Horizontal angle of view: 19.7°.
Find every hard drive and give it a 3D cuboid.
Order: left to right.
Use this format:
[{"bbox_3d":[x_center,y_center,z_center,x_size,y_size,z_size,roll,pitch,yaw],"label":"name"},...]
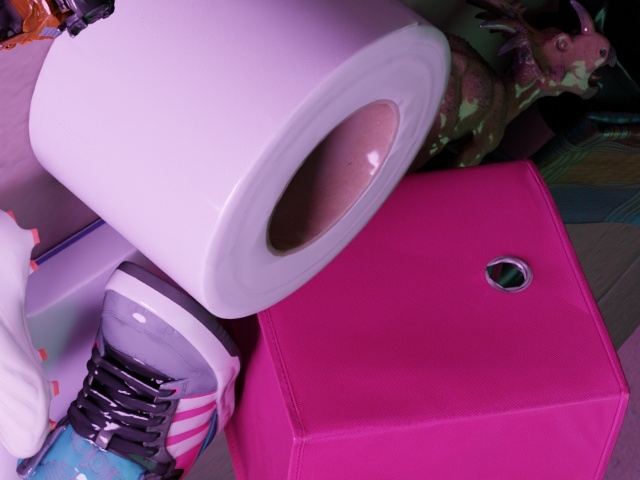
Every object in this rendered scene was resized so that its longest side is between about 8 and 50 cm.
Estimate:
[{"bbox_3d":[-0.189,0.101,1.487,0.210,0.040,0.319,-35,156,-37],"label":"hard drive"}]

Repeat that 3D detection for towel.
[{"bbox_3d":[0.337,-0.067,1.947,0.271,0.040,0.370,1,168,-12],"label":"towel"}]

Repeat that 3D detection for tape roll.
[{"bbox_3d":[-0.052,-0.091,1.250,0.246,0.169,0.246,-42,160,-20],"label":"tape roll"}]

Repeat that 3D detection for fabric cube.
[{"bbox_3d":[0.066,0.115,1.482,0.258,0.254,0.259,-6,139,-12],"label":"fabric cube"}]

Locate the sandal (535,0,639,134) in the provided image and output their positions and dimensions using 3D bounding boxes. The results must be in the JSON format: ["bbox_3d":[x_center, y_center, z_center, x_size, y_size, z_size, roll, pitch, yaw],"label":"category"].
[{"bbox_3d":[0.280,-0.166,1.837,0.107,0.167,0.446,-49,162,-16],"label":"sandal"}]

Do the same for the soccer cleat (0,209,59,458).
[{"bbox_3d":[-0.229,0.069,1.264,0.076,0.068,0.196,-24,126,-36],"label":"soccer cleat"}]

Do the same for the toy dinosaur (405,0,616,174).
[{"bbox_3d":[0.107,-0.137,1.600,0.295,0.127,0.200,-2,123,-50],"label":"toy dinosaur"}]

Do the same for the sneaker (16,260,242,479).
[{"bbox_3d":[-0.156,0.141,1.398,0.178,0.124,0.295,-54,164,-20],"label":"sneaker"}]

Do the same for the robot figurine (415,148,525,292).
[{"bbox_3d":[0.146,0.002,1.838,0.209,0.173,0.278,-49,160,-5],"label":"robot figurine"}]

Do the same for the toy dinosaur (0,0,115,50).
[{"bbox_3d":[-0.109,-0.207,1.011,0.322,0.164,0.218,-60,-175,-18],"label":"toy dinosaur"}]
